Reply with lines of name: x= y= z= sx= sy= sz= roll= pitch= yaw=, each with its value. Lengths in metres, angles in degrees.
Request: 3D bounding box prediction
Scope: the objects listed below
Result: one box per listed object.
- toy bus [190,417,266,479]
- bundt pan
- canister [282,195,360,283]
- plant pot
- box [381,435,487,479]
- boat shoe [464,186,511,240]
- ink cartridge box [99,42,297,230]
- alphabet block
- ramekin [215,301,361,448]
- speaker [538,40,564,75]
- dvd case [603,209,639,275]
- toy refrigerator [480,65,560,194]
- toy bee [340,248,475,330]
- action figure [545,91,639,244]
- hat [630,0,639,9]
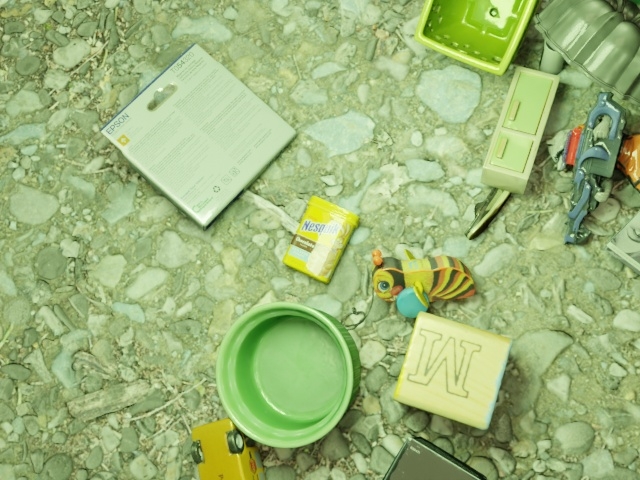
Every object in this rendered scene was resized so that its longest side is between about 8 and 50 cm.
toy bus: x=-0.176 y=0.551 z=1.710 sx=0.108 sy=0.130 sz=0.333 roll=-20 pitch=75 yaw=17
bundt pan: x=0.613 y=-0.423 z=1.667 sx=0.331 sy=0.331 sz=0.124 roll=45 pitch=126 yaw=15
canister: x=0.000 y=0.000 z=1.841 sx=0.126 sy=0.073 sz=0.170 roll=24 pitch=84 yaw=14
plant pot: x=0.372 y=-0.521 z=1.802 sx=0.227 sy=0.207 sz=0.228 roll=27 pitch=115 yaw=15
box: x=0.183 y=0.554 z=1.571 sx=0.183 sy=0.294 sz=0.296 roll=29 pitch=83 yaw=17
boat shoe: x=0.370 y=-0.066 z=1.808 sx=0.049 sy=0.056 sz=0.152 roll=38 pitch=76 yaw=20
ink cartridge box: x=-0.282 y=-0.245 z=1.879 sx=0.330 sy=0.071 sz=0.324 roll=42 pitch=74 yaw=4
alphabet block: x=0.275 y=0.276 z=1.675 sx=0.197 sy=0.192 sz=0.193 roll=16 pitch=79 yaw=11
ramekin: x=-0.058 y=0.280 z=1.723 sx=0.303 sy=0.148 sz=0.303 roll=-1 pitch=87 yaw=17
speaker: x=0.530 y=-0.423 z=1.816 sx=0.055 sy=0.136 sz=0.055 roll=-2 pitch=78 yaw=9
dvd case: x=0.731 y=-0.013 z=1.672 sx=0.164 sy=0.018 sz=0.221 roll=37 pitch=120 yaw=-1
toy refrigerator: x=0.447 y=-0.249 z=1.793 sx=0.102 sy=0.094 sz=0.269 roll=18 pitch=73 yaw=13
toy bee: x=0.178 y=0.089 z=1.731 sx=0.298 sy=0.162 sz=0.195 roll=-27 pitch=30 yaw=-12
action figure: x=0.649 y=-0.142 z=1.755 sx=0.330 sy=0.178 sz=0.341 roll=24 pitch=112 yaw=19
hat: x=0.703 y=-0.513 z=1.783 sx=0.208 sy=0.183 sz=0.173 roll=-37 pitch=76 yaw=0
